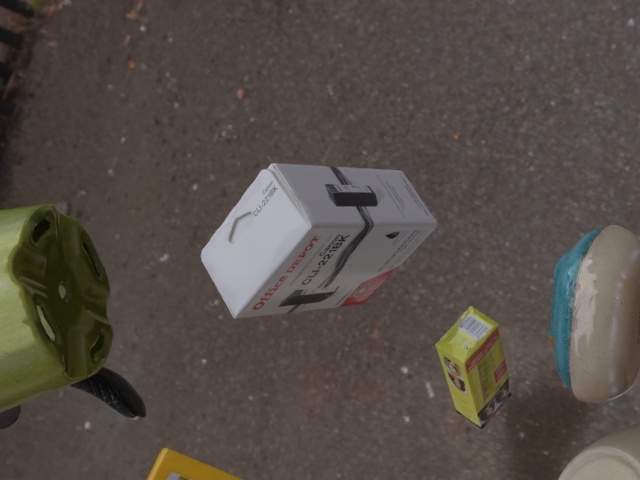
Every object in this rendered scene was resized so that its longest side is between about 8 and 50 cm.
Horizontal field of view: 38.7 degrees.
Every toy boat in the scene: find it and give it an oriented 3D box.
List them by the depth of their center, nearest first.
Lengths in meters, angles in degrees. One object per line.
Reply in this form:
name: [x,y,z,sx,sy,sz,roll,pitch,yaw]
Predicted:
toy boat: [0.407,0.081,1.317,0.148,0.318,0.267,12,121,32]

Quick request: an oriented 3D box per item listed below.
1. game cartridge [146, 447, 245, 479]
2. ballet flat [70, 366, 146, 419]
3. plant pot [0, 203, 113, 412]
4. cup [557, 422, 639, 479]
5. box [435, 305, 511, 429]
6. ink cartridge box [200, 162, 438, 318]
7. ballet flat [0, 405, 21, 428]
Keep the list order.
game cartridge: [-0.241,0.590,1.739,0.052,0.285,0.323,108,-175,-51]
ballet flat: [-0.335,0.224,1.388,0.049,0.173,0.057,-40,29,16]
plant pot: [-0.365,0.079,0.934,0.254,0.276,0.276,-14,56,12]
cup: [0.456,0.385,1.238,0.331,0.237,0.331,-32,48,44]
box: [0.239,0.199,1.401,0.058,0.232,0.087,33,69,34]
ink cartridge box: [0.000,0.000,1.279,0.197,0.273,0.114,-50,59,32]
ballet flat: [-0.548,0.228,1.273,0.058,0.250,0.084,-174,90,-67]
